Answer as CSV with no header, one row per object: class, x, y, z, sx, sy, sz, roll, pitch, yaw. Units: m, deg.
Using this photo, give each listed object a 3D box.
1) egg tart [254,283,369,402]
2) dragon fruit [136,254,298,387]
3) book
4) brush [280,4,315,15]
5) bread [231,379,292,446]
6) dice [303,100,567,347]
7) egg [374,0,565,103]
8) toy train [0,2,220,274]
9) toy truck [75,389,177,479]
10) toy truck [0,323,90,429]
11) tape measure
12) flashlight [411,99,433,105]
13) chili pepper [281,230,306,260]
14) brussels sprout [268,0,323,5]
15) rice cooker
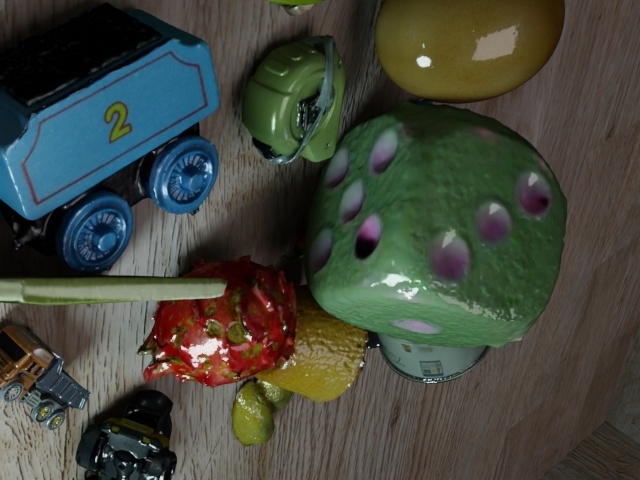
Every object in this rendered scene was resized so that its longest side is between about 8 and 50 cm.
egg tart,-0.033,0.172,1.998,0.170,0.215,0.215,8,113,-46
dragon fruit,-0.160,0.131,1.787,0.268,0.210,0.205,-27,161,-8
book,-0.316,0.060,1.464,0.352,0.239,0.035,2,89,-55
brush,0.053,-0.450,1.634,0.327,0.070,0.065,-49,131,-7
bread,-0.096,0.318,2.186,0.149,0.065,0.188,-40,145,-33
dice,0.182,-0.017,1.871,0.322,0.318,0.330,21,72,-27
egg,0.230,-0.338,1.802,0.322,0.250,0.250,-29,141,-27
toy train,-0.274,-0.124,1.380,0.300,0.188,0.265,-36,138,-28
toy truck,-0.300,0.363,1.882,0.165,0.147,0.224,-61,166,-57
toy truck,-0.396,0.188,1.609,0.092,0.083,0.192,-49,151,-10
tape measure,-0.033,-0.203,1.708,0.175,0.106,0.200,-25,137,-46
flashlight,0.148,-0.213,2.020,0.129,0.051,0.051,-38,146,-36
chili pepper,0.001,0.001,2.015,0.191,0.050,0.059,-33,128,-45
brussels sprout,-0.013,-0.441,1.370,0.344,0.268,0.344,-52,172,-10
rice cooker,0.215,0.144,2.281,0.280,0.241,0.227,-17,142,6
